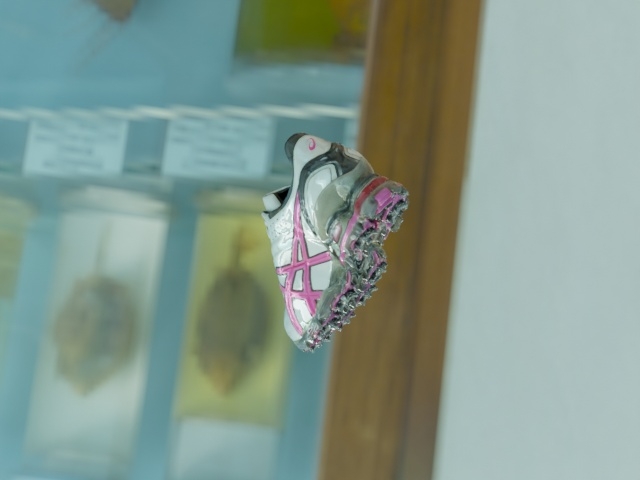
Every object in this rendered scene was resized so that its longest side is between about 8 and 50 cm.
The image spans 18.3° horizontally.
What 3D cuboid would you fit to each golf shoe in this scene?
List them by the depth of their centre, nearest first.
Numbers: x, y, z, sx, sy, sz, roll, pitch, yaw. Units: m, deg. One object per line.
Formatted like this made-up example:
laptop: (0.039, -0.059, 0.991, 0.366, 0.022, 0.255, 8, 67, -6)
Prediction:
golf shoe: (0.000, 0.000, 1.295, 0.086, 0.067, 0.186, 39, 145, 16)
